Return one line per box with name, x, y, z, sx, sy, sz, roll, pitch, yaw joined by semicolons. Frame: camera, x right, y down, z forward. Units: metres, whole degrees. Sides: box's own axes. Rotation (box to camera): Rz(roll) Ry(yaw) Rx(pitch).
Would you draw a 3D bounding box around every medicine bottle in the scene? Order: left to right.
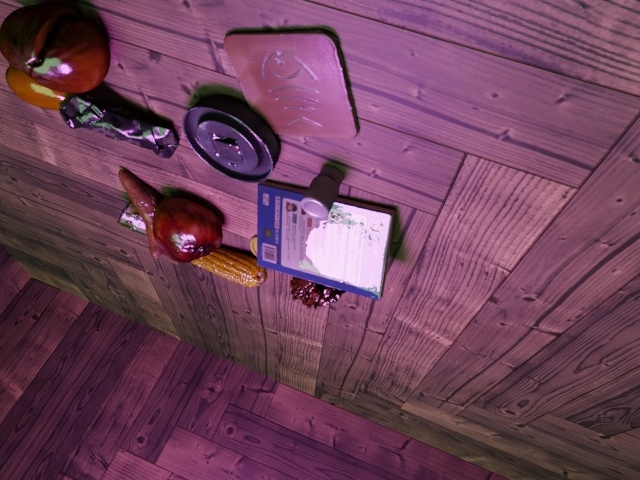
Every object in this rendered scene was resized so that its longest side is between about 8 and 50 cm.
medicine bottle;0.008;-0.131;1.302;0.080;0.130;0.080;19;148;12

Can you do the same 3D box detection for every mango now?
mango;-0.793;-0.449;1.414;0.221;0.120;0.151;18;157;-1

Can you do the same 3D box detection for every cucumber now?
cucumber;-0.654;-0.070;1.897;0.244;0.134;0.134;31;150;-25

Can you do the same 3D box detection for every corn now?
corn;-0.365;0.092;1.924;0.363;0.120;0.120;19;149;21

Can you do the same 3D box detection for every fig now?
fig;-0.477;-0.037;1.729;0.263;0.224;0.224;27;149;-2

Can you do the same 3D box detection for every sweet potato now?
sweet potato;-0.627;-0.110;1.790;0.092;0.114;0.342;0;112;58

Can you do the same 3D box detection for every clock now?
clock;-0.242;-0.269;1.333;0.280;0.055;0.281;21;151;12

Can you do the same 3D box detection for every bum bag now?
bum bag;-0.583;-0.339;1.431;0.340;0.095;0.144;18;148;-15

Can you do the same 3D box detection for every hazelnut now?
hazelnut;-0.657;-0.468;1.202;0.251;0.217;0.217;25;149;-1

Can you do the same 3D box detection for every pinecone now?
pinecone;-0.001;0.140;1.670;0.207;0.208;0.208;18;149;12

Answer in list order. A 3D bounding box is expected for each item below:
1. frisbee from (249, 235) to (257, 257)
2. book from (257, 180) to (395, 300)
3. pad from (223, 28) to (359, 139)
frisbee;-0.156;0.054;1.814;0.235;0.017;0.236;18;148;12
book;0.000;0.000;1.475;0.427;0.039;0.300;15;120;18
pad;-0.065;-0.351;1.129;0.286;0.018;0.284;9;146;24
